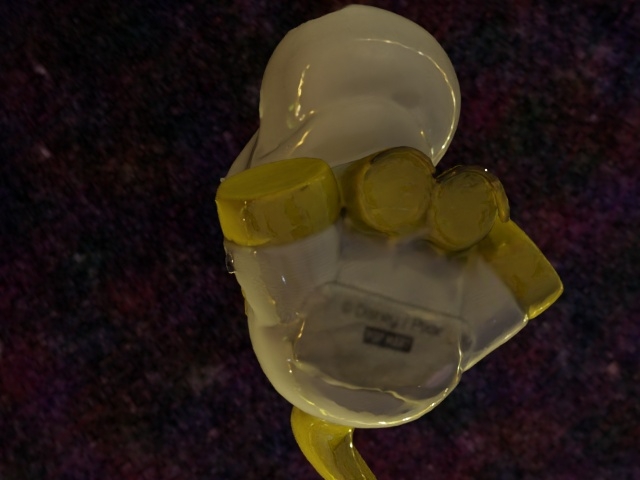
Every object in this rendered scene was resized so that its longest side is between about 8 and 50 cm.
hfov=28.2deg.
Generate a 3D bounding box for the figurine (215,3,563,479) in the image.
[{"bbox_3d":[0.002,-0.008,0.428,0.109,0.178,0.129,6,126,-20],"label":"figurine"}]
